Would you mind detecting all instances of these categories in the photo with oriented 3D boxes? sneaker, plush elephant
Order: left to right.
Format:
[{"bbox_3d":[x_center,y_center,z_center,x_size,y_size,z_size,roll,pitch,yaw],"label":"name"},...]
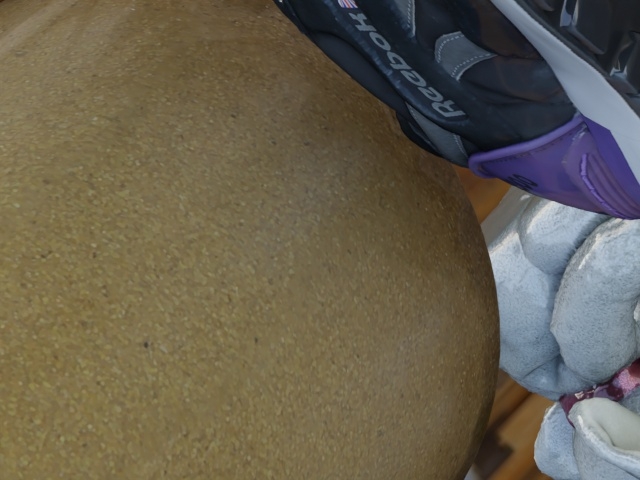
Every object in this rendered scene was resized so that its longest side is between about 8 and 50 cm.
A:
[{"bbox_3d":[0.017,-0.086,0.411,0.124,0.107,0.283,9,155,32],"label":"sneaker"},{"bbox_3d":[0.219,0.070,1.264,0.255,0.330,0.272,42,176,-5],"label":"plush elephant"}]

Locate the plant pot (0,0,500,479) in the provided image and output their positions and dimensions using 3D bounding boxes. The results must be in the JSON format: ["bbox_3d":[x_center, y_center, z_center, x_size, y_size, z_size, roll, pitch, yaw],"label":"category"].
[{"bbox_3d":[-0.089,0.064,0.524,0.237,0.254,0.237,6,111,16],"label":"plant pot"}]
